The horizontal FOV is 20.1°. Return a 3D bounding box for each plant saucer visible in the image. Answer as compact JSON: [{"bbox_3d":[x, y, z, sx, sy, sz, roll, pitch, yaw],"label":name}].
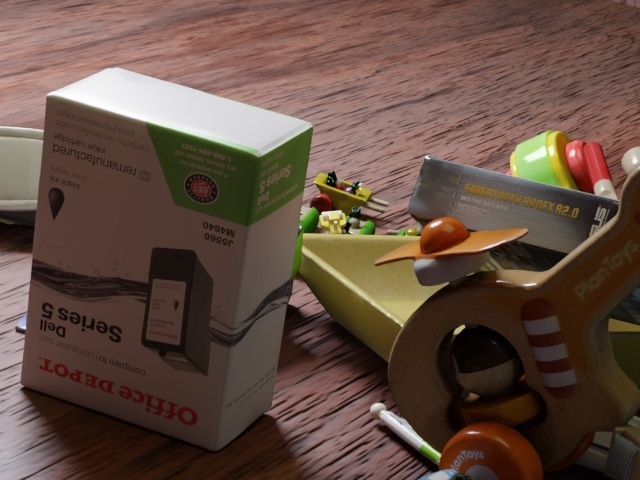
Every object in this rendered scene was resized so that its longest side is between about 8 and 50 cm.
[{"bbox_3d":[0.167,0.075,1.753,0.333,0.081,0.333,1,15,-22],"label":"plant saucer"}]

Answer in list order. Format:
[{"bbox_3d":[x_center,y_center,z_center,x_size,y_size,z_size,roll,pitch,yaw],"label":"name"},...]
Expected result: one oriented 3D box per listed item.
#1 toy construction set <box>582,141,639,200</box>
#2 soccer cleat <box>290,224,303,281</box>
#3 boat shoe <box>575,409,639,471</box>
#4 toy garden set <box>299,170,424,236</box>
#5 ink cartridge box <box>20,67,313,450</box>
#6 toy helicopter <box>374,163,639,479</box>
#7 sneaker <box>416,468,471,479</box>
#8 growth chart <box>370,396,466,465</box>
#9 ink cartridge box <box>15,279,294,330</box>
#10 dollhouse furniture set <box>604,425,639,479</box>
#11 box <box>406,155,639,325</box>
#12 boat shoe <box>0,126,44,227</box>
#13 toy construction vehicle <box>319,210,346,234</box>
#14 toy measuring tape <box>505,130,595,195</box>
[{"bbox_3d":[0.462,-0.030,2.034,0.309,0.257,0.237,0,32,-1],"label":"toy construction set"},{"bbox_3d":[-0.093,0.013,1.712,0.179,0.072,0.060,-5,27,-38],"label":"soccer cleat"},{"bbox_3d":[0.313,0.176,1.556,0.226,0.075,0.083,14,22,-12],"label":"boat shoe"},{"bbox_3d":[0.076,-0.019,2.051,0.244,0.049,0.204,13,20,10],"label":"toy garden set"},{"bbox_3d":[-0.133,0.015,1.529,0.198,0.272,0.115,16,23,19],"label":"ink cartridge box"},{"bbox_3d":[0.177,0.041,1.416,0.235,0.355,0.140,49,36,8],"label":"toy helicopter"},{"bbox_3d":[0.044,0.219,1.334,0.086,0.085,0.237,12,15,29],"label":"sneaker"},{"bbox_3d":[0.161,0.165,1.627,0.237,0.021,0.172,-6,24,-38],"label":"growth chart"},{"bbox_3d":[-0.154,0.052,1.750,0.223,0.045,0.224,13,20,7],"label":"ink cartridge box"},{"bbox_3d":[0.215,0.160,1.247,0.198,0.303,0.286,2,21,-23],"label":"dollhouse furniture set"},{"bbox_3d":[0.200,0.006,1.571,0.183,0.056,0.231,15,-11,28],"label":"box"},{"bbox_3d":[-0.233,-0.055,1.917,0.324,0.116,0.097,6,-9,-7],"label":"boat shoe"},{"bbox_3d":[0.000,0.000,1.936,0.086,0.035,0.098,-2,50,-6],"label":"toy construction vehicle"},{"bbox_3d":[0.261,-0.058,2.136,0.121,0.121,0.330,15,20,15],"label":"toy measuring tape"}]
